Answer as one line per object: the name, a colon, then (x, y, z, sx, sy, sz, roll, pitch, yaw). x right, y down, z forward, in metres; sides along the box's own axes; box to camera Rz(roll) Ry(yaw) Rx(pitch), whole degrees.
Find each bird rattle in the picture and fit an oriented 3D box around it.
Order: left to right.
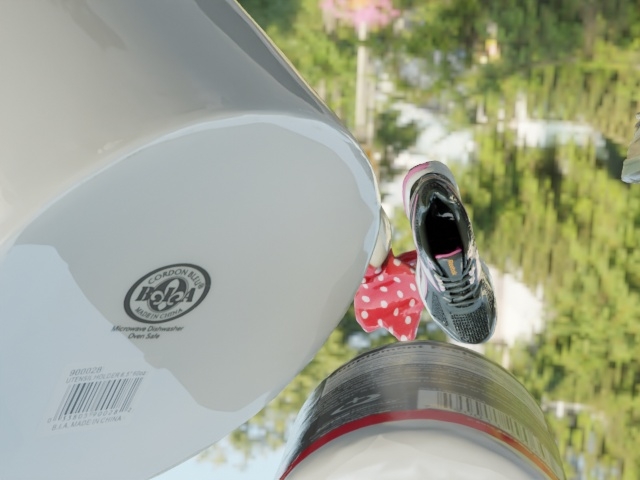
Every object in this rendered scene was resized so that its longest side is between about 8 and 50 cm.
bird rattle: (0.000, 0.000, 1.395, 0.253, 0.207, 0.143, 25, -120, 22)

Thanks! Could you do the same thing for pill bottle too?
pill bottle: (0.059, 0.157, 0.803, 0.176, 0.176, 0.318, 3, -173, 4)

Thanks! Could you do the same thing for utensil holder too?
utensil holder: (-0.190, -0.075, 0.863, 0.327, 0.328, 0.385, -7, -137, -42)

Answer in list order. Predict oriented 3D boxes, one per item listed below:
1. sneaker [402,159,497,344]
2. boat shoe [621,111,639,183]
sneaker: (0.116, 0.020, 1.249, 0.072, 0.178, 0.077, -22, -165, 5)
boat shoe: (0.304, -0.088, 1.112, 0.104, 0.089, 0.285, 7, -174, 12)
